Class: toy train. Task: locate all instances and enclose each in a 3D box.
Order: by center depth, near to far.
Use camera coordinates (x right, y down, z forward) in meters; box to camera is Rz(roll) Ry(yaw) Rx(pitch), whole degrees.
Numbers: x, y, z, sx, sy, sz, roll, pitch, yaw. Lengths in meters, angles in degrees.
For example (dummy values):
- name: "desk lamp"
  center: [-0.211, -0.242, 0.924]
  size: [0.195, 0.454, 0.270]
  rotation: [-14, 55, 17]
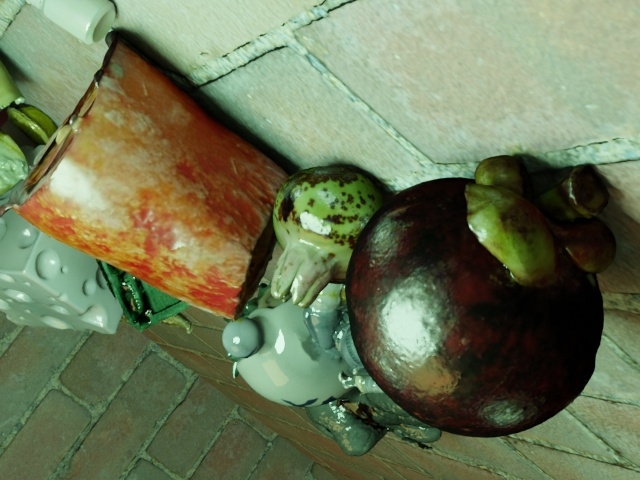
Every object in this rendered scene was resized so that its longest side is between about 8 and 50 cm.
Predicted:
- name: "toy train"
  center: [-0.274, -0.032, 1.485]
  size: [0.178, 0.139, 0.330]
  rotation: [50, 160, 46]

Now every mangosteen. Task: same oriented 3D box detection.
- name: "mangosteen"
  center: [0.143, 0.035, 0.867]
  size: [0.228, 0.228, 0.265]
  rotation: [34, 124, 1]

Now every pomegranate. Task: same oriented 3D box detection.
- name: "pomegranate"
  center: [0.012, -0.001, 1.091]
  size: [0.126, 0.163, 0.138]
  rotation: [1, 145, 0]

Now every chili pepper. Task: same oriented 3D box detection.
- name: "chili pepper"
  center: [-0.162, -0.062, 1.157]
  size: [0.305, 0.229, 0.251]
  rotation: [29, -171, -10]

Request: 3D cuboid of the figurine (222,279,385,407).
- name: "figurine"
  center: [0.013, 0.103, 1.265]
  size: [0.261, 0.186, 0.382]
  rotation: [7, 164, -29]

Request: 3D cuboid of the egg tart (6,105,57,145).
- name: "egg tart"
  center: [-0.472, -0.191, 1.726]
  size: [0.105, 0.039, 0.105]
  rotation: [32, 164, 10]

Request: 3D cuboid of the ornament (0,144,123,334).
- name: "ornament"
  center: [-0.464, -0.002, 1.763]
  size: [0.239, 0.239, 0.240]
  rotation: [3, 153, 32]

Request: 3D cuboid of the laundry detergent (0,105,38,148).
- name: "laundry detergent"
  center: [-0.563, -0.182, 1.851]
  size: [0.159, 0.088, 0.335]
  rotation: [33, 164, 10]

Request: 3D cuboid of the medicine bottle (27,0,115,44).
- name: "medicine bottle"
  center: [-0.265, -0.250, 1.099]
  size: [0.089, 0.052, 0.052]
  rotation: [33, 164, 5]

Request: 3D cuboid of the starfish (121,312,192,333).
- name: "starfish"
  center: [-0.439, 0.086, 2.126]
  size: [0.324, 0.082, 0.432]
  rotation: [19, -167, -36]

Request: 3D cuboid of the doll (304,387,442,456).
- name: "doll"
  center: [0.089, 0.308, 1.832]
  size: [0.246, 0.158, 0.340]
  rotation: [30, 166, -29]

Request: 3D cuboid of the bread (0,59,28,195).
- name: "bread"
  center: [-0.590, -0.191, 1.583]
  size: [0.333, 0.160, 0.333]
  rotation: [24, 134, 28]

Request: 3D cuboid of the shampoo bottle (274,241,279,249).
- name: "shampoo bottle"
  center: [-0.115, -0.004, 1.455]
  size: [0.092, 0.092, 0.303]
  rotation: [37, 163, -7]
